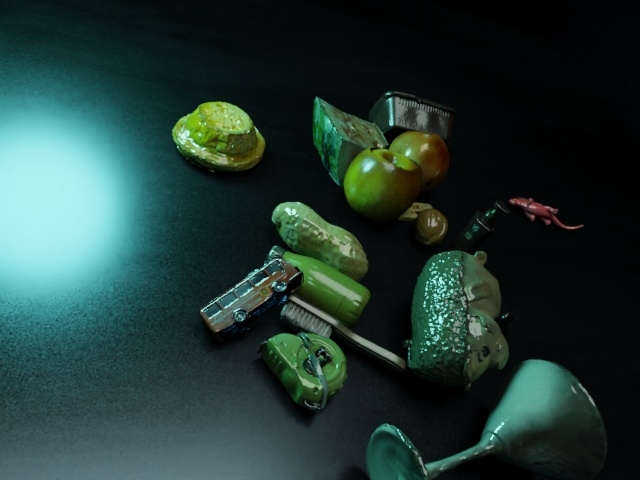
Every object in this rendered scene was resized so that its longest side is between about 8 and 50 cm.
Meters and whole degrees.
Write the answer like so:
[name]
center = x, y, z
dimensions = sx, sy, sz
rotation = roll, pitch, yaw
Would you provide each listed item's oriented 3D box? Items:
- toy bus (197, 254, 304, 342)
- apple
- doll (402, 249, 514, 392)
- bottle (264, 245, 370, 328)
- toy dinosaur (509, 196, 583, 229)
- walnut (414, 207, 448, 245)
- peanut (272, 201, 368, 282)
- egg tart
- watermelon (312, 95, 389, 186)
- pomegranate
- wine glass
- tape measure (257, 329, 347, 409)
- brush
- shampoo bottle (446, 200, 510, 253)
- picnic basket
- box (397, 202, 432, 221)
[toy bus]
center = -0.147, 0.125, 1.152
dimensions = 0.235, 0.073, 0.096
rotation = -37, 66, -21
[apple]
center = 0.187, -0.172, 1.556
dimensions = 0.237, 0.207, 0.237
rotation = 11, 47, -11
[doll]
center = 0.327, 0.188, 1.247
dimensions = 0.247, 0.247, 0.349
rotation = 28, 47, 2
[bottle]
center = -0.014, 0.104, 1.258
dimensions = 0.260, 0.112, 0.112
rotation = 30, 42, 7
[toy dinosaur]
center = 0.807, -0.110, 1.933
dimensions = 0.286, 0.070, 0.139
rotation = 17, 21, -13
[walnut]
center = 0.329, -0.038, 1.583
dimensions = 0.105, 0.105, 0.124
rotation = 24, 53, -3
[peanut]
center = 0.000, 0.000, 1.360
dimensions = 0.290, 0.130, 0.130
rotation = 35, 43, 7
[egg tart]
center = -0.285, -0.316, 1.548
dimensions = 0.288, 0.118, 0.288
rotation = 16, 39, -13
[watermelon]
center = 0.083, -0.303, 1.709
dimensions = 0.302, 0.151, 0.264
rotation = 15, 37, -38
[pomegranate]
center = 0.316, -0.260, 1.715
dimensions = 0.209, 0.209, 0.209
rotation = 14, 43, -14
[wine glass]
center = 0.312, 0.409, 1.025
dimensions = 0.406, 0.267, 0.267
rotation = -10, 53, -27
[tape measure]
center = -0.021, 0.266, 1.112
dimensions = 0.154, 0.087, 0.177
rotation = -19, 61, -39
[brush]
center = 0.044, 0.227, 1.207
dimensions = 0.327, 0.070, 0.065
rotation = 29, 60, 1
[shampoo bottle]
center = 0.452, -0.025, 1.524
dimensions = 0.068, 0.236, 0.067
rotation = 33, 44, 4
[picnic basket]
center = 0.321, -0.394, 1.877
dimensions = 0.297, 0.222, 0.129
rotation = 12, 67, -16
[box]
center = 0.299, -0.090, 1.675
dimensions = 0.149, 0.020, 0.073
rotation = 3, 46, -23
